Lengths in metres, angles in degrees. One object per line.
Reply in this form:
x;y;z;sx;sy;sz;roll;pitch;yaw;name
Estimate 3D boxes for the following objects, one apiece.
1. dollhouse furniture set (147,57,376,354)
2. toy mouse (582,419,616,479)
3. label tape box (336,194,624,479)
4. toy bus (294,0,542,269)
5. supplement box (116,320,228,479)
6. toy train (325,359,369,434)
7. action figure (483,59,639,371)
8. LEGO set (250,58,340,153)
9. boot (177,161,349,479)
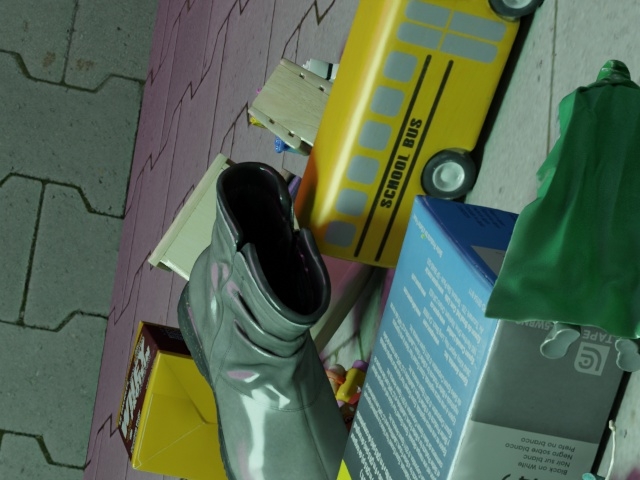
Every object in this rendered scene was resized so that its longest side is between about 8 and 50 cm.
0.000;0.000;1.867;0.286;0.198;0.303;-56;-17;1;dollhouse furniture set
0.183;0.184;1.048;0.161;0.031;0.143;148;132;-71;toy mouse
0.098;0.163;1.248;0.240;0.106;0.333;-118;42;-69;label tape box
0.087;-0.143;1.497;0.108;0.130;0.332;-104;29;-61;toy bus
-0.114;0.185;1.891;0.194;0.191;0.129;-146;69;-76;supplement box
-0.001;0.176;1.663;0.166;0.046;0.125;-37;27;37;toy train
0.184;-0.027;1.093;0.063;0.137;0.232;100;-178;-54;action figure
-0.041;-0.161;2.095;0.227;0.093;0.087;154;127;-72;LEGO set
-0.032;0.115;1.512;0.338;0.118;0.222;58;153;21;boot
